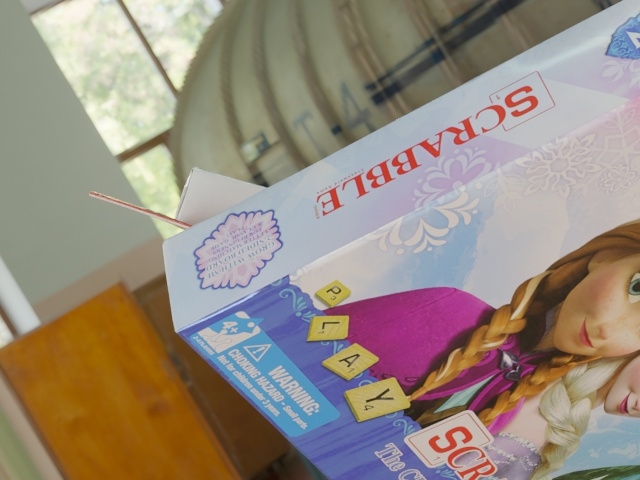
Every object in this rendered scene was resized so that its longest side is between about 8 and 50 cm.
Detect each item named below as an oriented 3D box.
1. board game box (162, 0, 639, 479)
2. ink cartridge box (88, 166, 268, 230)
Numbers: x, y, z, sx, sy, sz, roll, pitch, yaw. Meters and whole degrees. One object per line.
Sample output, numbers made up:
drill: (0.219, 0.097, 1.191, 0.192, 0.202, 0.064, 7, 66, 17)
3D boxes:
board game box: (0.139, 0.041, 0.614, 0.318, 0.318, 0.066, -28, 44, 13)
ink cartridge box: (0.000, 0.000, 0.912, 0.239, 0.275, 0.060, 26, -97, -60)
